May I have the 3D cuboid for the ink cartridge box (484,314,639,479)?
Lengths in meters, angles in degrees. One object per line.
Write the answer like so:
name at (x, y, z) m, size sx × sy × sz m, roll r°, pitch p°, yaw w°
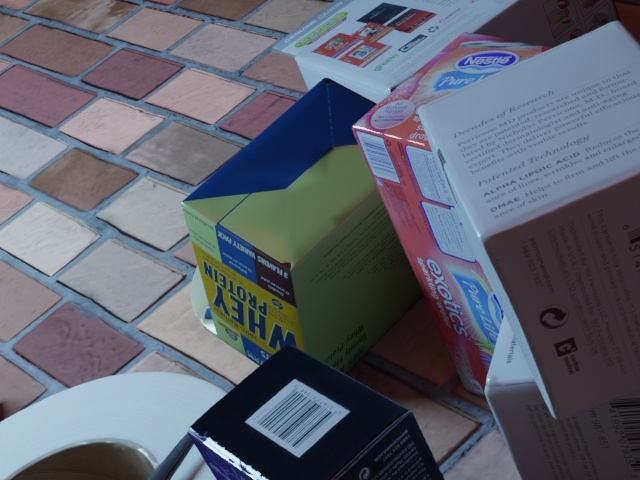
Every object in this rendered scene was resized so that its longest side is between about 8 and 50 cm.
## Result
ink cartridge box at (0.297, 0.123, 0.978) m, size 0.307 × 0.223 × 0.129 m, roll -7°, pitch 36°, yaw 26°

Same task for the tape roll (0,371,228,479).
tape roll at (-0.217, 0.272, 1.254) m, size 0.392 × 0.072 × 0.392 m, roll -17°, pitch 33°, yaw 12°

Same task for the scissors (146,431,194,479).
scissors at (-0.174, 0.260, 1.161) m, size 0.297 × 0.021 × 0.109 m, roll -40°, pitch 33°, yaw -23°

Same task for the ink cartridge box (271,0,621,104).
ink cartridge box at (0.142, -0.232, 1.673) m, size 0.309 × 0.130 × 0.272 m, roll -36°, pitch 33°, yaw -17°

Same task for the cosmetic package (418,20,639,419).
cosmetic package at (0.171, -0.017, 0.913) m, size 0.151 × 0.151 × 0.183 m, roll -23°, pitch 30°, yaw 4°

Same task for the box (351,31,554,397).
box at (0.169, -0.003, 1.171) m, size 0.142 × 0.300 × 0.154 m, roll -41°, pitch 35°, yaw -23°

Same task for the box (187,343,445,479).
box at (0.018, 0.202, 1.068) m, size 0.108 × 0.207 × 0.153 m, roll -40°, pitch 34°, yaw -21°

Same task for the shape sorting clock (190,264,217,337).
shape sorting clock at (-0.037, 0.033, 1.498) m, size 0.206 × 0.040 × 0.206 m, roll -9°, pitch 43°, yaw 9°

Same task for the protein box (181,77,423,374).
protein box at (0.000, 0.000, 1.342) m, size 0.136 × 0.201 × 0.200 m, roll 31°, pitch 60°, yaw 29°
